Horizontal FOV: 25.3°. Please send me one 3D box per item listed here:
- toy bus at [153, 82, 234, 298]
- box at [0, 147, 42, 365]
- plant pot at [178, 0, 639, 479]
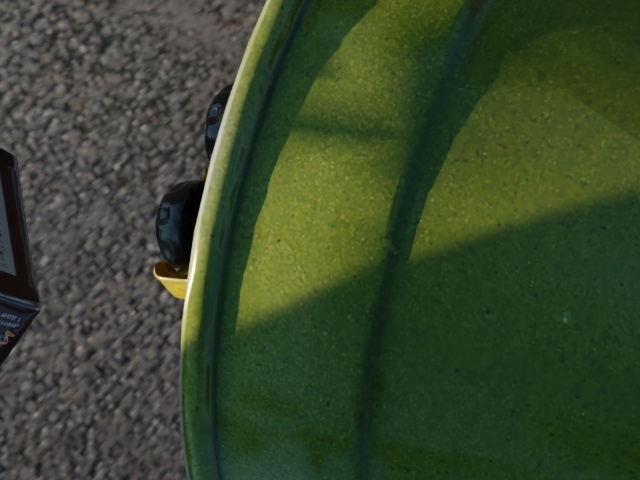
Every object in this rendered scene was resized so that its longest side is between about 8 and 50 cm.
[{"bbox_3d":[0.000,0.000,1.048,0.149,0.220,0.211,4,141,28],"label":"toy bus"},{"bbox_3d":[-0.375,0.102,1.119,0.143,0.191,0.381,23,120,-34],"label":"box"},{"bbox_3d":[0.186,0.025,0.611,0.353,0.366,0.366,15,114,23],"label":"plant pot"}]
